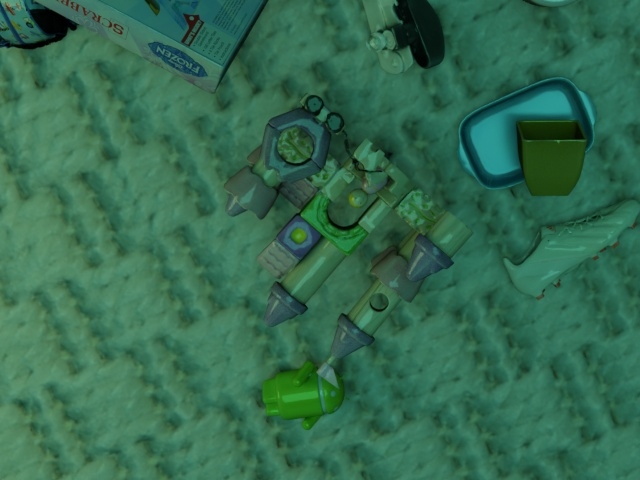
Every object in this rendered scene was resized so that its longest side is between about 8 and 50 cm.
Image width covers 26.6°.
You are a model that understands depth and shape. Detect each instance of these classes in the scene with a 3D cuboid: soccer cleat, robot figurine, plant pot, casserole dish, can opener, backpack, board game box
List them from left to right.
[{"bbox_3d":[-0.388,-0.317,1.702,0.117,0.173,0.158,-14,100,5],"label":"backpack"},{"bbox_3d":[-0.198,-0.376,1.643,0.318,0.066,0.318,28,58,-2],"label":"board game box"},{"bbox_3d":[-0.020,0.206,1.833,0.115,0.067,0.101,-8,127,4],"label":"robot figurine"},{"bbox_3d":[0.075,-0.348,1.738,0.093,0.074,0.280,-26,102,-28],"label":"can opener"},{"bbox_3d":[0.269,-0.141,1.774,0.188,0.037,0.114,-23,99,7],"label":"casserole dish"},{"bbox_3d":[0.292,-0.102,1.725,0.082,0.081,0.083,-1,113,2],"label":"plant pot"},{"bbox_3d":[0.332,-0.001,1.784,0.196,0.068,0.076,-37,94,11],"label":"soccer cleat"}]

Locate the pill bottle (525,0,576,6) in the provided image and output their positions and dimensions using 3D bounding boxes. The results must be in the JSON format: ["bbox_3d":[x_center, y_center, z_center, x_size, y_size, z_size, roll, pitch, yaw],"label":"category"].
[{"bbox_3d":[0.279,-0.341,1.664,0.108,0.180,0.107,0,100,2],"label":"pill bottle"}]

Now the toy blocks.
[{"bbox_3d":[0.000,0.000,1.672,0.289,0.309,0.260,41,93,-4],"label":"toy blocks"}]
